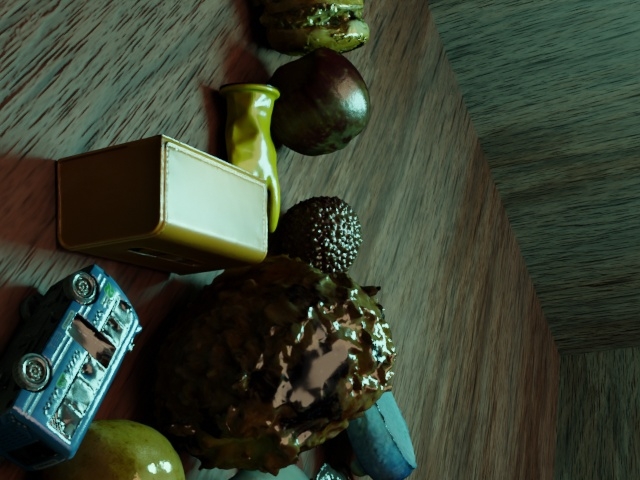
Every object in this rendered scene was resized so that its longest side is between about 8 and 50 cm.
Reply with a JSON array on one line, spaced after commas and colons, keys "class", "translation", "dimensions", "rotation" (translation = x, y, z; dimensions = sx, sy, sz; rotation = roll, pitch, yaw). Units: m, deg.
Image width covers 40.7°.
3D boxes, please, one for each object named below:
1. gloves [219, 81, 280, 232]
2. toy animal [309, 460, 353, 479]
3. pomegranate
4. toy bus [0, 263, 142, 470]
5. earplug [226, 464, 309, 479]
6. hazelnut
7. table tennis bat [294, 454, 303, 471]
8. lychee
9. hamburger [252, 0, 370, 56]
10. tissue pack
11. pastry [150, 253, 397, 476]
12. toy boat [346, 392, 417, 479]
[{"class": "gloves", "translation": [-0.138, -0.145, 1.650], "dimensions": [0.133, 0.116, 0.294], "rotation": [3, 86, -36]}, {"class": "toy animal", "translation": [0.038, 0.505, 1.718], "dimensions": [0.233, 0.085, 0.148], "rotation": [2, 77, -71]}, {"class": "pomegranate", "translation": [-0.254, 0.320, 1.094], "dimensions": [0.196, 0.196, 0.196], "rotation": [35, 49, -55]}, {"class": "toy bus", "translation": [-0.325, 0.153, 1.075], "dimensions": [0.134, 0.114, 0.246], "rotation": [48, 37, -25]}, {"class": "earplug", "translation": [-0.156, 0.451, 1.282], "dimensions": [0.324, 0.185, 0.184], "rotation": [-2, 82, -58]}, {"class": "hazelnut", "translation": [-0.015, -0.274, 1.776], "dimensions": [0.218, 0.234, 0.217], "rotation": [11, 72, -35]}, {"class": "table tennis bat", "translation": [-0.085, 0.476, 1.545], "dimensions": [0.200, 0.038, 0.310], "rotation": [53, 36, -42]}, {"class": "lychee", "translation": [0.000, 0.000, 1.757], "dimensions": [0.188, 0.188, 0.188], "rotation": [35, 49, -55]}, {"class": "hamburger", "translation": [-0.019, -0.502, 1.856], "dimensions": [0.260, 0.245, 0.211], "rotation": [-165, -117, -75]}, {"class": "tissue pack", "translation": [-0.230, -0.041, 1.293], "dimensions": [0.274, 0.195, 0.145], "rotation": [21, 66, -59]}, {"class": "pastry", "translation": [-0.060, 0.186, 1.363], "dimensions": [0.292, 0.338, 0.405], "rotation": [63, 30, -22]}, {"class": "toy boat", "translation": [0.095, 0.382, 1.854], "dimensions": [0.215, 0.123, 0.329], "rotation": [52, 12, -46]}]
